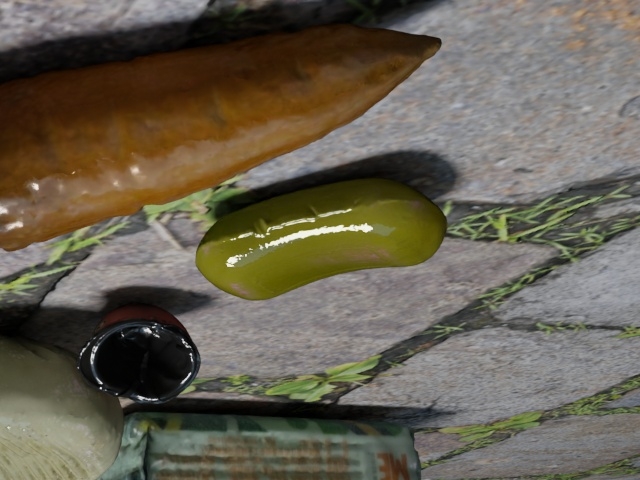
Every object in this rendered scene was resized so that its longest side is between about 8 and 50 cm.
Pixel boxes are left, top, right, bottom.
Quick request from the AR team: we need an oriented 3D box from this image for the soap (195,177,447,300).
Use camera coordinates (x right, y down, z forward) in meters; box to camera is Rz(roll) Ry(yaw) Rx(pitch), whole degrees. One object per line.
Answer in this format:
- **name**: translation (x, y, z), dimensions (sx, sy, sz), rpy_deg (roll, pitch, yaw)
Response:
- **soap**: translation (0.000, -0.001, 0.758), dimensions (0.140, 0.045, 0.089), rpy_deg (-13, 157, 17)

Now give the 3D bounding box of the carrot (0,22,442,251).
- **carrot**: translation (-0.049, -0.056, 0.573), dimensions (0.205, 0.072, 0.072), rpy_deg (-17, 160, 3)

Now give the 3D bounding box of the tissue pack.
- **tissue pack**: translation (-0.089, 0.240, 1.267), dimensions (0.311, 0.128, 0.228), rpy_deg (8, 157, -37)

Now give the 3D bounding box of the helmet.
- **helmet**: translation (-0.121, 0.065, 0.887), dimensions (0.084, 0.049, 0.065), rpy_deg (29, 112, -35)

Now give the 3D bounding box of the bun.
- **bun**: translation (-0.228, 0.118, 0.914), dimensions (0.183, 0.102, 0.183), rpy_deg (-12, 144, -9)
